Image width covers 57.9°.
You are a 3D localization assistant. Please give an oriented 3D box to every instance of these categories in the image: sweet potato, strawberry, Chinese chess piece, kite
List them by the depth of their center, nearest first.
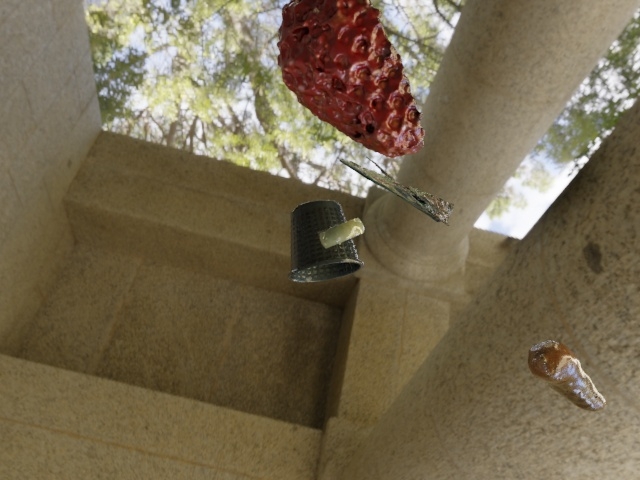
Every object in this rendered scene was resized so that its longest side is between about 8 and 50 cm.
[{"bbox_3d":[0.021,-0.186,0.692,0.111,0.190,0.236,-28,-101,-13],"label":"strawberry"},{"bbox_3d":[0.038,-0.015,1.054,0.084,0.084,0.034,-21,-91,-24],"label":"Chinese chess piece"},{"bbox_3d":[0.540,0.295,1.270,0.292,0.097,0.097,37,-134,-34],"label":"sweet potato"},{"bbox_3d":[0.205,-0.121,1.394,0.406,0.014,0.368,17,-158,-35],"label":"kite"}]

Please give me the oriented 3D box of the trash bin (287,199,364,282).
[{"bbox_3d":[0.000,0.000,1.312,0.176,0.175,0.161,-5,-108,-16],"label":"trash bin"}]
